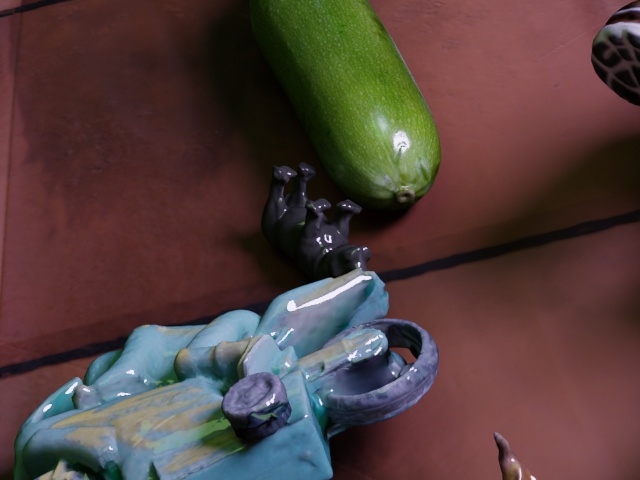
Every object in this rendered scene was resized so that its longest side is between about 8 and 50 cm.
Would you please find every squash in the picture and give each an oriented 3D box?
[{"bbox_3d":[0.008,-0.147,1.241,0.101,0.101,0.379,-19,38,-3],"label":"squash"}]

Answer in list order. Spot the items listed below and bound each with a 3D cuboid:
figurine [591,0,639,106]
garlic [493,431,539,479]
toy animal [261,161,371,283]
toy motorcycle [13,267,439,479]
[{"bbox_3d":[0.351,-0.102,0.918,0.320,0.196,0.323,9,6,-40],"label":"figurine"},{"bbox_3d":[0.116,0.204,0.784,0.115,0.128,0.207,-58,7,12],"label":"garlic"},{"bbox_3d":[0.000,0.000,1.101,0.047,0.065,0.135,3,25,-35],"label":"toy animal"},{"bbox_3d":[-0.074,0.113,0.972,0.296,0.109,0.198,-25,30,-8],"label":"toy motorcycle"}]
